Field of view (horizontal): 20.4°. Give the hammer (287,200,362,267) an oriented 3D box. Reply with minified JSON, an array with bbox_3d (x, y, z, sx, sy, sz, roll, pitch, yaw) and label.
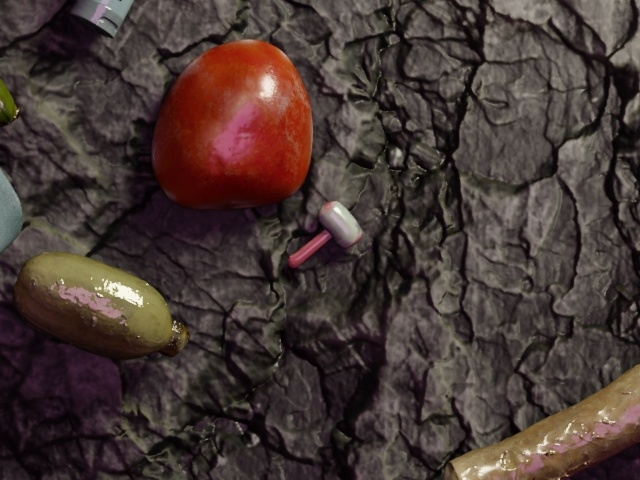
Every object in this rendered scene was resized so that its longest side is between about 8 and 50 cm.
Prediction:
[{"bbox_3d":[0.000,0.000,1.835,0.083,0.031,0.052,-40,95,-1],"label":"hammer"}]

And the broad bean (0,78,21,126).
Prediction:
[{"bbox_3d":[-0.334,-0.191,1.674,0.052,0.256,0.052,18,56,27],"label":"broad bean"}]

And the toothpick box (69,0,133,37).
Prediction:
[{"bbox_3d":[-0.209,-0.250,1.771,0.052,0.052,0.083,29,85,-11],"label":"toothpick box"}]

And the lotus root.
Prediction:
[{"bbox_3d":[-0.216,0.071,1.761,0.183,0.090,0.077,24,46,-12],"label":"lotus root"}]

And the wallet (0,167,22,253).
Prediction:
[{"bbox_3d":[-0.407,-0.048,1.631,0.251,0.054,0.290,-52,130,-39],"label":"wallet"}]

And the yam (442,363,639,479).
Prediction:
[{"bbox_3d":[0.287,0.196,1.876,0.357,0.081,0.081,-24,96,-10],"label":"yam"}]

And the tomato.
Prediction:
[{"bbox_3d":[-0.085,-0.116,1.786,0.166,0.082,0.174,-1,94,-11],"label":"tomato"}]
